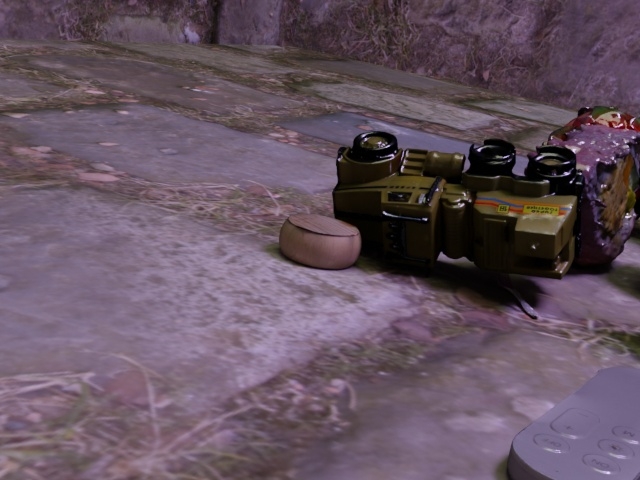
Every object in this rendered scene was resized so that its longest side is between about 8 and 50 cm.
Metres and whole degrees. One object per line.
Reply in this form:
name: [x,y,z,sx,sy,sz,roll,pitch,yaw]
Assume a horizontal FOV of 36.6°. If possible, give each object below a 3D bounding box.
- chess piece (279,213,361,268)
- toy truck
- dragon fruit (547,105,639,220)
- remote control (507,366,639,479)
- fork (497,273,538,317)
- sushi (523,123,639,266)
chess piece: [0.000,0.000,0.974,0.084,0.038,0.083,9,13,-2]
toy truck: [0.132,-0.027,0.988,0.257,0.127,0.127,10,38,23]
dragon fruit: [0.409,-0.110,1.397,0.182,0.182,0.189,18,31,25]
remote control: [0.200,0.131,0.668,0.077,0.022,0.245,22,19,30]
fork: [0.196,0.054,0.963,0.016,0.012,0.115,4,21,-9]
sushi: [0.296,-0.042,1.105,0.108,0.161,0.241,13,23,28]
